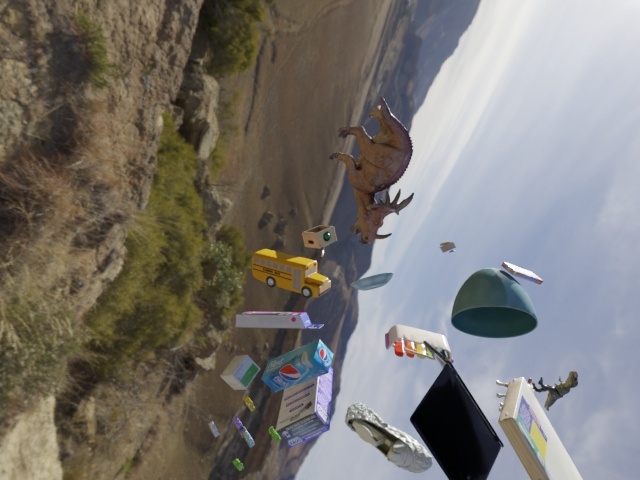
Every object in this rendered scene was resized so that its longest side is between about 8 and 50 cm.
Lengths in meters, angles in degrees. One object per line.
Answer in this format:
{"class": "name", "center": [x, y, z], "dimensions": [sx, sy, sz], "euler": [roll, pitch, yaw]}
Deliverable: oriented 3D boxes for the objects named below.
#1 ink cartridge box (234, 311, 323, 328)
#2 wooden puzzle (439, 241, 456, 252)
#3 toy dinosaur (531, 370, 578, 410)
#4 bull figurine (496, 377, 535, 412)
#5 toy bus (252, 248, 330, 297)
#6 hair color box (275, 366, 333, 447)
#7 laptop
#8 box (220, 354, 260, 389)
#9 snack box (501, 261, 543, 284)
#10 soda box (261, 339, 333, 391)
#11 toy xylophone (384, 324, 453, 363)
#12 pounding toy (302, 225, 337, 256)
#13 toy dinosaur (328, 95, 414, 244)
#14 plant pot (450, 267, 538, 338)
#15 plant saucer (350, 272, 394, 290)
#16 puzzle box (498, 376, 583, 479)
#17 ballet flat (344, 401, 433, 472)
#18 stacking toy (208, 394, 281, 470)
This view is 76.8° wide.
{"class": "ink cartridge box", "center": [-0.176, 0.355, 1.802], "dimensions": [0.176, 0.369, 0.069], "euler": [42, 51, -80]}
{"class": "wooden puzzle", "center": [0.640, 0.033, 2.034], "dimensions": [0.116, 0.078, 0.014], "euler": [53, 23, -54]}
{"class": "toy dinosaur", "center": [0.949, 0.619, 1.670], "dimensions": [0.064, 0.118, 0.269], "euler": [-49, 157, -45]}
{"class": "bull figurine", "center": [0.968, 0.771, 1.980], "dimensions": [0.310, 0.188, 0.101], "euler": [-34, 122, -69]}
{"class": "toy bus", "center": [-0.122, 0.134, 1.669], "dimensions": [0.108, 0.332, 0.131], "euler": [-21, 118, -57]}
{"class": "hair color box", "center": [-0.055, 0.637, 1.636], "dimensions": [0.185, 0.110, 0.339], "euler": [-32, -165, 15]}
{"class": "laptop", "center": [0.459, 0.641, 1.485], "dimensions": [0.236, 0.382, 0.408], "euler": [-33, -175, -2]}
{"class": "box", "center": [-0.309, 0.509, 1.560], "dimensions": [0.101, 0.087, 0.101], "euler": [-25, -159, 47]}
{"class": "snack box", "center": [0.759, 0.124, 1.520], "dimensions": [0.022, 0.178, 0.064], "euler": [-62, -149, 19]}
{"class": "soda box", "center": [-0.068, 0.360, 1.155], "dimensions": [0.210, 0.067, 0.071], "euler": [-31, -160, 30]}
{"class": "toy xylophone", "center": [0.448, 0.482, 1.827], "dimensions": [0.236, 0.322, 0.081], "euler": [-51, 155, -67]}
{"class": "pounding toy", "center": [0.000, 0.000, 1.843], "dimensions": [0.130, 0.141, 0.101], "euler": [-24, 108, -36]}
{"class": "toy dinosaur", "center": [0.132, -0.152, 0.850], "dimensions": [0.127, 0.200, 0.296], "euler": [-27, 154, -37]}
{"class": "plant pot", "center": [0.637, 0.219, 1.505], "dimensions": [0.290, 0.289, 0.196], "euler": [100, 1, -58]}
{"class": "plant saucer", "center": [0.223, 0.181, 1.714], "dimensions": [0.195, 0.194, 0.038], "euler": [89, -13, -75]}
{"class": "puzzle box", "center": [0.699, 0.671, 1.256], "dimensions": [0.052, 0.409, 0.272], "euler": [-33, 171, 33]}
{"class": "ballet flat", "center": [0.269, 0.852, 1.703], "dimensions": [0.147, 0.408, 0.147], "euler": [-48, 156, -30]}
{"class": "stacking toy", "center": [-0.268, 0.664, 1.408], "dimensions": [0.166, 0.221, 0.052], "euler": [-29, 130, -29]}
